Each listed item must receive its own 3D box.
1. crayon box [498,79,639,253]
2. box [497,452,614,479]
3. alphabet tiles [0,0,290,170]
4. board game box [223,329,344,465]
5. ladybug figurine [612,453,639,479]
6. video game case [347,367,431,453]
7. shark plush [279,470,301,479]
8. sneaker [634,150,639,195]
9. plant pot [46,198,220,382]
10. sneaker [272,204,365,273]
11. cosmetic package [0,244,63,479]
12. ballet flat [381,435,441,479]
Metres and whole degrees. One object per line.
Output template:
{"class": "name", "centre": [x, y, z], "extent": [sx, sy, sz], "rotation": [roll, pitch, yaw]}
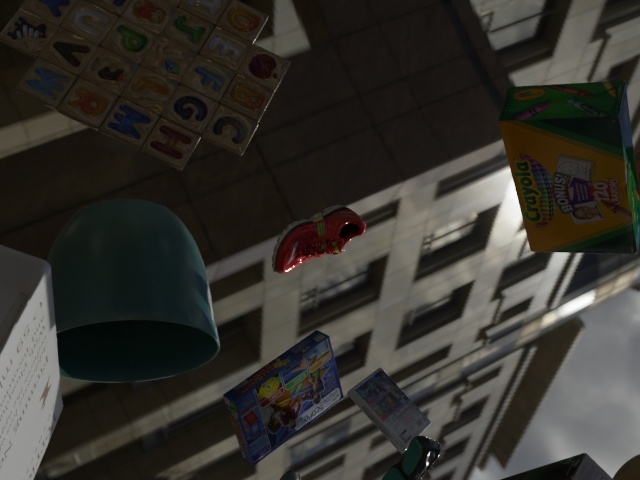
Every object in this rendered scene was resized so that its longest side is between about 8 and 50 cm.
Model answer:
{"class": "crayon box", "centre": [0.373, -0.101, 1.374], "extent": [0.165, 0.081, 0.278], "rotation": [1, -42, 27]}
{"class": "box", "centre": [0.357, 0.444, 1.385], "extent": [0.232, 0.058, 0.322], "rotation": [46, -38, -2]}
{"class": "alphabet tiles", "centre": [-0.223, -0.248, 1.222], "extent": [0.342, 0.285, 0.011], "rotation": [26, -31, -2]}
{"class": "board game box", "centre": [-0.056, 0.255, 1.524], "extent": [0.035, 0.201, 0.136], "rotation": [22, -46, 45]}
{"class": "ladybug figurine", "centre": [0.697, 0.589, 1.792], "extent": [0.305, 0.161, 0.450], "rotation": [24, -56, 47]}
{"class": "video game case", "centre": [0.163, 0.394, 2.185], "extent": [0.183, 0.201, 0.023], "rotation": [47, -68, 11]}
{"class": "shark plush", "centre": [-0.099, 0.502, 1.808], "extent": [0.073, 0.161, 0.067], "rotation": [62, 13, 26]}
{"class": "sneaker", "centre": [0.621, -0.051, 1.480], "extent": [0.302, 0.121, 0.108], "rotation": [44, -36, -1]}
{"class": "plant pot", "centre": [-0.316, 0.074, 1.521], "extent": [0.293, 0.292, 0.235], "rotation": [111, -24, -61]}
{"class": "sneaker", "centre": [0.000, 0.000, 2.278], "extent": [0.118, 0.279, 0.107], "rotation": [30, -39, 36]}
{"class": "cosmetic package", "centre": [-0.467, 0.186, 0.906], "extent": [0.394, 0.327, 0.330], "rotation": [113, -6, -59]}
{"class": "ballet flat", "centre": [0.185, 0.468, 1.886], "extent": [0.074, 0.074, 0.203], "rotation": [52, -49, 33]}
